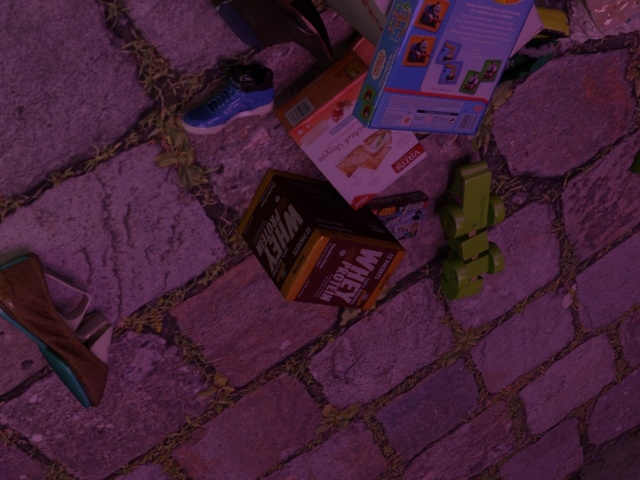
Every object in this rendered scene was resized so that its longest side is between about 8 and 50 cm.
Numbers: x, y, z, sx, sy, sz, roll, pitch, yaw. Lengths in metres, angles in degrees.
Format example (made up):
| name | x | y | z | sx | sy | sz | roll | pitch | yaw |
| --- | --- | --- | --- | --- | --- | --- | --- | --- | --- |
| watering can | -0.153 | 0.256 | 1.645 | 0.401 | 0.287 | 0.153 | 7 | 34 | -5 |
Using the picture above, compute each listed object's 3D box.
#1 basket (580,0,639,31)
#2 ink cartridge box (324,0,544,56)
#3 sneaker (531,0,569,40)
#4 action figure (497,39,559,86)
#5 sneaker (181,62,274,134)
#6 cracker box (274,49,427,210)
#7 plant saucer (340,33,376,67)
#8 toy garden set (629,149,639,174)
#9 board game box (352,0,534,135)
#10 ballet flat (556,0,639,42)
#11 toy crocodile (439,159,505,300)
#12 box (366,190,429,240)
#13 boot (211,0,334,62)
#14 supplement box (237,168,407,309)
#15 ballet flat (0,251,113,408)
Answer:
| name | x | y | z | sx | sy | sz | roll | pitch | yaw |
| --- | --- | --- | --- | --- | --- | --- | --- | --- | --- |
| basket | 0.424 | -0.523 | 1.187 | 0.331 | 0.266 | 0.328 | -27 | 143 | 20 |
| ink cartridge box | 0.057 | -0.368 | 1.040 | 0.160 | 0.385 | 0.279 | -41 | 139 | 4 |
| sneaker | 0.261 | -0.393 | 1.383 | 0.300 | 0.111 | 0.121 | 5 | 89 | -26 |
| action figure | 0.319 | -0.310 | 1.491 | 0.232 | 0.137 | 0.063 | -28 | 126 | -23 |
| sneaker | -0.135 | -0.214 | 1.289 | 0.152 | 0.058 | 0.085 | -21 | 142 | -24 |
| cracker box | 0.054 | -0.168 | 1.400 | 0.155 | 0.067 | 0.232 | -38 | 139 | 6 |
| plant saucer | 0.106 | -0.272 | 1.421 | 0.200 | 0.037 | 0.200 | -18 | 134 | -20 |
| toy garden set | 0.821 | -0.232 | 1.938 | 0.244 | 0.049 | 0.204 | -6 | 130 | -31 |
| board game box | 0.137 | -0.213 | 0.915 | 0.160 | 0.039 | 0.211 | -1 | 126 | -36 |
| ballet flat | 0.557 | -0.425 | 1.542 | 0.409 | 0.147 | 0.147 | -16 | 134 | -28 |
| toy crocodile | 0.289 | -0.012 | 1.742 | 0.115 | 0.105 | 0.341 | -22 | 131 | -16 |
| box | 0.132 | -0.039 | 1.652 | 0.137 | 0.027 | 0.094 | -10 | 133 | -28 |
| boot | -0.063 | -0.312 | 1.261 | 0.106 | 0.082 | 0.219 | -23 | 145 | 16 |
| supplement box | 0.000 | 0.000 | 1.471 | 0.191 | 0.194 | 0.129 | 10 | 120 | -40 |
| ballet flat | -0.406 | 0.140 | 1.401 | 0.124 | 0.116 | 0.342 | -46 | 138 | -20 |
